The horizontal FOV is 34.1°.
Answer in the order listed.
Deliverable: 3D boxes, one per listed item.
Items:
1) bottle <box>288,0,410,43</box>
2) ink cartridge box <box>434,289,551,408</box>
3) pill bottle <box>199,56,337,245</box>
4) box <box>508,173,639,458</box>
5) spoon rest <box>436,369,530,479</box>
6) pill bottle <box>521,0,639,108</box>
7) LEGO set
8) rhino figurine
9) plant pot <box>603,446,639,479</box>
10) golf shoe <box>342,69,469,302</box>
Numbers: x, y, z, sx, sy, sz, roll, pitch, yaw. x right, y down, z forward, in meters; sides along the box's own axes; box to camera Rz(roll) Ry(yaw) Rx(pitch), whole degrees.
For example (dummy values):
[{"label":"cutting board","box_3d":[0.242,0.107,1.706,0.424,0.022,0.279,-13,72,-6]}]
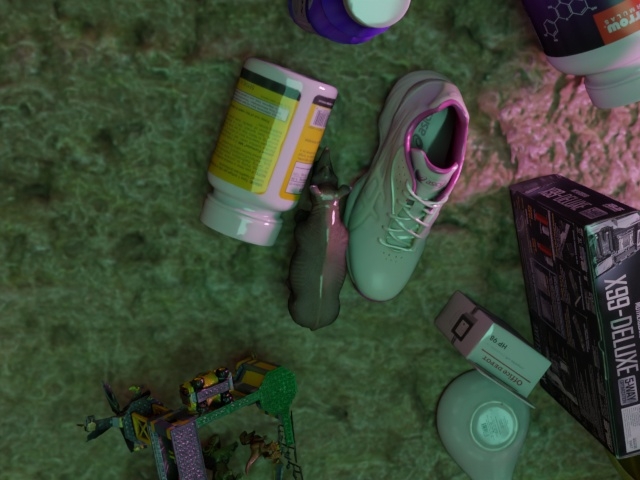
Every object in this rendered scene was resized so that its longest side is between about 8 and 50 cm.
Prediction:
[{"label":"bottle","box_3d":[0.031,-0.277,1.156,0.092,0.283,0.118,14,103,-14]},{"label":"ink cartridge box","box_3d":[0.228,0.139,1.356,0.104,0.180,0.060,34,95,-18]},{"label":"pill bottle","box_3d":[-0.068,-0.107,1.266,0.119,0.119,0.208,18,100,-15]},{"label":"box","box_3d":[0.338,0.088,1.334,0.076,0.242,0.307,-14,106,-7]},{"label":"spoon rest","box_3d":[0.246,0.314,1.469,0.137,0.084,0.276,-14,93,-9]},{"label":"pill bottle","box_3d":[0.325,-0.329,1.255,0.181,0.181,0.323,-30,108,-3]},{"label":"LEGO set","box_3d":[-0.152,0.298,1.353,0.255,0.192,0.331,-29,114,-34]},{"label":"rhino figurine","box_3d":[0.000,0.000,1.299,0.073,0.106,0.243,4,111,-6]},{"label":"plant pot","box_3d":[0.625,0.302,1.417,0.366,0.366,0.353,-40,120,1]},{"label":"golf shoe","box_3d":[0.106,-0.059,1.304,0.115,0.140,0.306,10,104,-15]}]
